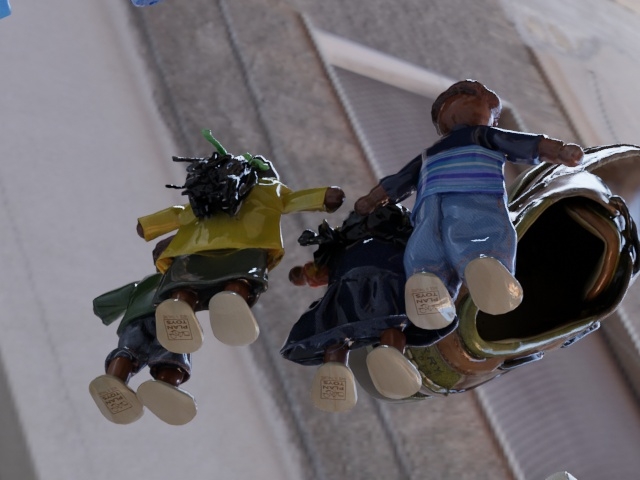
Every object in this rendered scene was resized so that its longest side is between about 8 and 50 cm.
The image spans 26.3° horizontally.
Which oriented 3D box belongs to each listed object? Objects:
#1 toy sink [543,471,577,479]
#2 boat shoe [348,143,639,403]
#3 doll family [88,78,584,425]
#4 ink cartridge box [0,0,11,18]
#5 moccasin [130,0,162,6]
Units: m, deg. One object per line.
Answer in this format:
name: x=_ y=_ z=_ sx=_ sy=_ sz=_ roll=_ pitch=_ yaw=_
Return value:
toy sink: x=0.142 y=0.252 z=0.870 sx=0.153 sy=0.234 sz=0.131 roll=-42 pitch=-157 yaw=22
boat shoe: x=0.152 y=0.015 z=0.854 sx=0.104 sy=0.307 sz=0.110 roll=-19 pitch=-79 yaw=49
doll family: x=0.000 y=0.000 z=0.500 sx=0.193 sy=0.111 sz=0.076 roll=-4 pitch=-56 yaw=12
ink cartridge box: x=-0.275 y=-0.145 z=0.775 sx=0.060 sy=0.180 sz=0.104 roll=57 pitch=-17 yaw=24
moccasin: x=-0.001 y=-0.239 z=0.623 sx=0.117 sy=0.342 sz=0.138 roll=46 pitch=-28 yaw=-7
